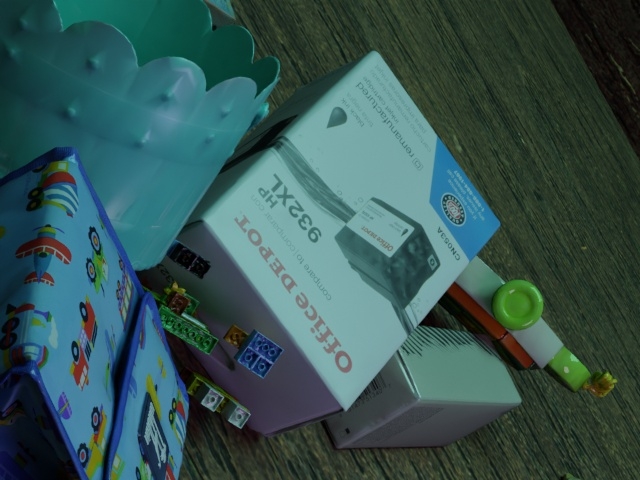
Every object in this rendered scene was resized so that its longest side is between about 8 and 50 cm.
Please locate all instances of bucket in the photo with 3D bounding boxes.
[{"bbox_3d":[-0.190,-0.114,1.411,0.281,0.183,0.281,26,16,-8],"label":"bucket"}]

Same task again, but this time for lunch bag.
[{"bbox_3d":[-0.177,0.123,1.281,0.221,0.138,0.293,-89,157,-47],"label":"lunch bag"}]

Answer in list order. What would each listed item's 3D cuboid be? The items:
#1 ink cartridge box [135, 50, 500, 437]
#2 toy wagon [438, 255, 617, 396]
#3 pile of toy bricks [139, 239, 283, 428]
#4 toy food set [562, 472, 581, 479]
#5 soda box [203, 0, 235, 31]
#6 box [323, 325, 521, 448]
[{"bbox_3d":[0.000,0.000,1.710,0.223,0.129,0.307,54,48,-12],"label":"ink cartridge box"},{"bbox_3d":[0.193,0.071,2.089,0.344,0.068,0.267,43,-4,2],"label":"toy wagon"},{"bbox_3d":[-0.134,0.062,1.564,0.212,0.118,0.105,36,-2,-27],"label":"pile of toy bricks"},{"bbox_3d":[0.330,0.335,2.290,0.083,0.020,0.082,57,22,-7],"label":"toy food set"},{"bbox_3d":[-0.171,-0.275,1.936,0.183,0.063,0.058,27,39,-52],"label":"soda box"},{"bbox_3d":[0.101,0.155,1.914,0.275,0.113,0.094,12,49,-63],"label":"box"}]
